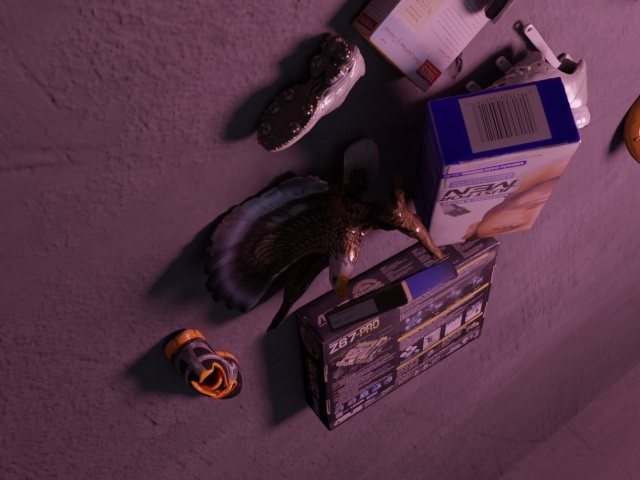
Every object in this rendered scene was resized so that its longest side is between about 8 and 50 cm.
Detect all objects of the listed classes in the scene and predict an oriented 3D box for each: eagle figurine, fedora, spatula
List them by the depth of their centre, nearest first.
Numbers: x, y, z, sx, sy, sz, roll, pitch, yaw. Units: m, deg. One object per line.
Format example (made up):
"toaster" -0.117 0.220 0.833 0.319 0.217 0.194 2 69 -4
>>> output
"eagle figurine" -0.001 0.006 1.213 0.298 0.225 0.226 -19 107 19
"spatula" 0.334 -0.259 1.360 0.168 0.019 0.242 -45 146 15
"fedora" 0.705 -0.236 1.665 0.194 0.194 0.079 -59 180 24

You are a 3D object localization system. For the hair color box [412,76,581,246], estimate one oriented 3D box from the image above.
"hair color box" 0.244 -0.101 1.229 0.185 0.110 0.339 -10 163 0

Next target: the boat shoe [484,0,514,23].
"boat shoe" 0.247 -0.366 1.035 0.075 0.065 0.206 -57 176 -40

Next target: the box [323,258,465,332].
"box" 0.117 0.078 1.240 0.136 0.036 0.225 -25 174 31

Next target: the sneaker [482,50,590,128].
"sneaker" 0.298 -0.230 1.284 0.263 0.099 0.121 -8 109 -20

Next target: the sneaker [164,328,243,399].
"sneaker" -0.175 0.220 1.331 0.084 0.083 0.215 -42 148 -3

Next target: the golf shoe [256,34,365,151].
"golf shoe" -0.004 -0.176 1.072 0.176 0.069 0.086 -46 152 9

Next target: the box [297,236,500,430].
"box" 0.149 0.163 1.579 0.395 0.097 0.318 -28 146 -19

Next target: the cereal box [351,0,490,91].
"cereal box" 0.168 -0.327 1.086 0.240 0.047 0.173 -48 146 10
